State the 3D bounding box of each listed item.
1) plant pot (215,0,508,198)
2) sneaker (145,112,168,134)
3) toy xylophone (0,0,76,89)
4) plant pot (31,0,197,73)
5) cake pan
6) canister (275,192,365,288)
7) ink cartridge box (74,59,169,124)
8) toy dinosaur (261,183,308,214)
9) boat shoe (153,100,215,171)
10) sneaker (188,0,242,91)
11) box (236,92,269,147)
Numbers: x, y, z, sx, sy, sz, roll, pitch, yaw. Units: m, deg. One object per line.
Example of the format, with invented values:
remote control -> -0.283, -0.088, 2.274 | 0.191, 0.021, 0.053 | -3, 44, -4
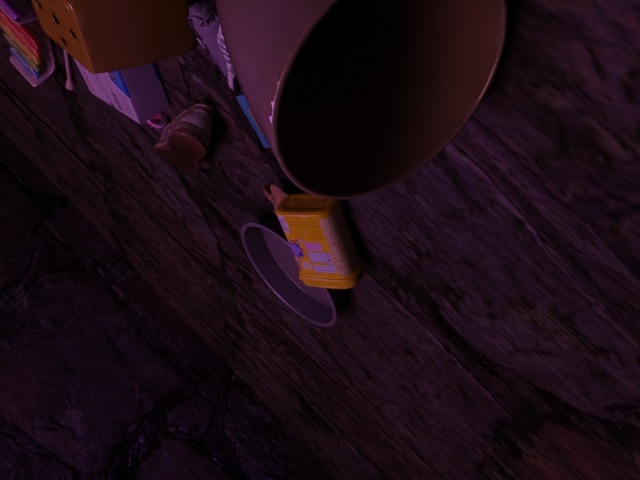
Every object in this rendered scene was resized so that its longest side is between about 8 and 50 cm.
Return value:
plant pot -> 0.000, -0.225, 0.641 | 0.274, 0.257, 0.256 | 52, 161, 34
sneaker -> -0.391, -0.279, 1.430 | 0.119, 0.047, 0.057 | 37, 165, 26
toy xylophone -> -0.764, -0.523, 1.641 | 0.236, 0.081, 0.322 | 44, 156, 9
plant pot -> -0.349, -0.398, 0.998 | 0.212, 0.187, 0.212 | 41, 156, 17
cake pan -> -0.057, 0.064, 1.361 | 0.293, 0.054, 0.293 | 38, 154, 22
canister -> 0.000, 0.000, 1.119 | 0.126, 0.073, 0.169 | 3, 131, 31
ink cartridge box -> -0.433, -0.360, 1.320 | 0.203, 0.086, 0.148 | 34, 152, 32
toy dinosaur -> -0.062, -0.068, 1.174 | 0.183, 0.053, 0.092 | 9, 134, 55
boat shoe -> -0.277, -0.213, 1.300 | 0.105, 0.089, 0.285 | 29, 166, -22
sneaker -> -0.147, -0.325, 0.896 | 0.132, 0.086, 0.228 | 46, 157, 11
box -> -0.023, -0.192, 0.912 | 0.244, 0.060, 0.100 | 11, 137, 54
